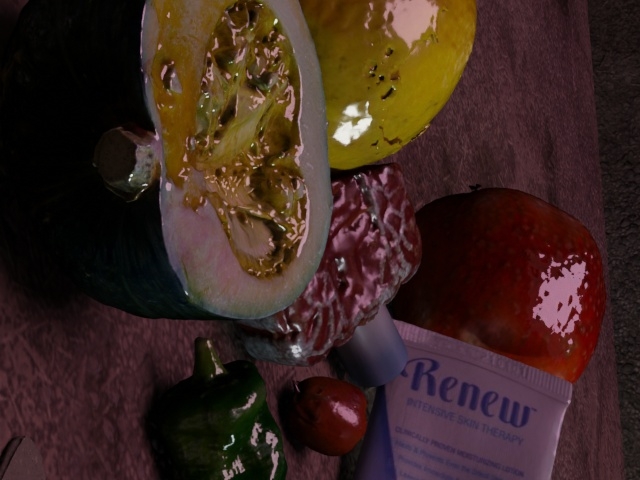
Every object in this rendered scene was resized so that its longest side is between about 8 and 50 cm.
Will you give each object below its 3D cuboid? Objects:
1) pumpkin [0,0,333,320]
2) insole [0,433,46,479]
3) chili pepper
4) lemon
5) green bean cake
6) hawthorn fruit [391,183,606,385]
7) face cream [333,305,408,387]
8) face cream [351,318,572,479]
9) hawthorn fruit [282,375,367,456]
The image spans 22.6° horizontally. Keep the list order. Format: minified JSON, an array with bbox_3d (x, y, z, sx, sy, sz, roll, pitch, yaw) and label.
[{"bbox_3d":[-0.139,-0.081,1.231,0.263,0.197,0.293,-18,104,-61],"label":"pumpkin"},{"bbox_3d":[-0.226,0.210,1.097,0.192,0.010,0.063,-76,150,-51],"label":"insole"},{"bbox_3d":[-0.075,0.213,1.398,0.136,0.099,0.270,-26,112,-44],"label":"chili pepper"},{"bbox_3d":[0.012,-0.211,1.582,0.297,0.297,0.297,-11,90,-71],"label":"lemon"},{"bbox_3d":[0.000,0.000,1.594,0.233,0.097,0.198,-36,121,-38],"label":"green bean cake"},{"bbox_3d":[0.219,0.111,2.028,0.285,0.285,0.369,53,39,-51],"label":"hawthorn fruit"},{"bbox_3d":[0.021,0.055,1.767,0.077,0.077,0.250,-79,151,-46],"label":"face cream"},{"bbox_3d":[0.140,0.293,1.778,0.137,0.235,0.420,111,-3,-53],"label":"face cream"},{"bbox_3d":[0.000,0.178,1.662,0.093,0.081,0.081,23,53,-32],"label":"hawthorn fruit"}]
